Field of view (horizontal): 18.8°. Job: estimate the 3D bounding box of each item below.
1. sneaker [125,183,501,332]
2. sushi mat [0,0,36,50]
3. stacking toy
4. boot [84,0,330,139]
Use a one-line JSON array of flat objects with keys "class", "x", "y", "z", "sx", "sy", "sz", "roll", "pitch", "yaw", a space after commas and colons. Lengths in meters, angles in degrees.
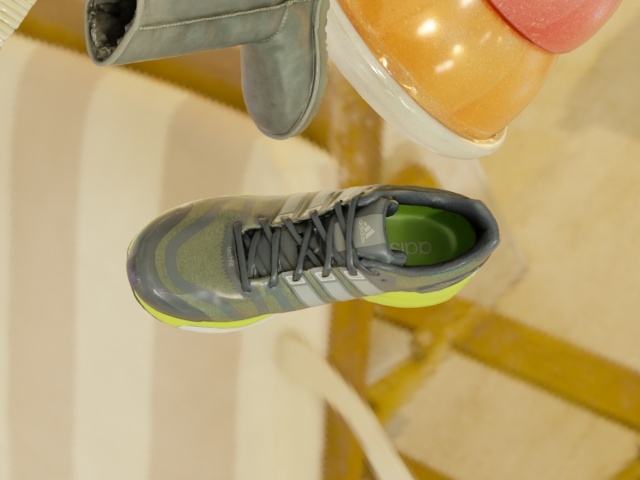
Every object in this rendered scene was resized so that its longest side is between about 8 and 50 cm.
[{"class": "sneaker", "x": 0.000, "y": 0.000, "z": 1.470, "sx": 0.300, "sy": 0.111, "sz": 0.121, "roll": -8, "pitch": -11, "yaw": -20}, {"class": "sushi mat", "x": -0.353, "y": -0.255, "z": 1.448, "sx": 0.151, "sy": 0.316, "sz": 0.019, "roll": -54, "pitch": 13, "yaw": 7}, {"class": "stacking toy", "x": 0.218, "y": -0.325, "z": 1.729, "sx": 0.480, "sy": 0.350, "sz": 0.350, "roll": -32, "pitch": 34, "yaw": 23}, {"class": "boot", "x": -0.078, "y": -0.145, "z": 1.383, "sx": 0.076, "sy": 0.189, "sz": 0.208, "roll": 18, "pitch": 25, "yaw": 31}]
